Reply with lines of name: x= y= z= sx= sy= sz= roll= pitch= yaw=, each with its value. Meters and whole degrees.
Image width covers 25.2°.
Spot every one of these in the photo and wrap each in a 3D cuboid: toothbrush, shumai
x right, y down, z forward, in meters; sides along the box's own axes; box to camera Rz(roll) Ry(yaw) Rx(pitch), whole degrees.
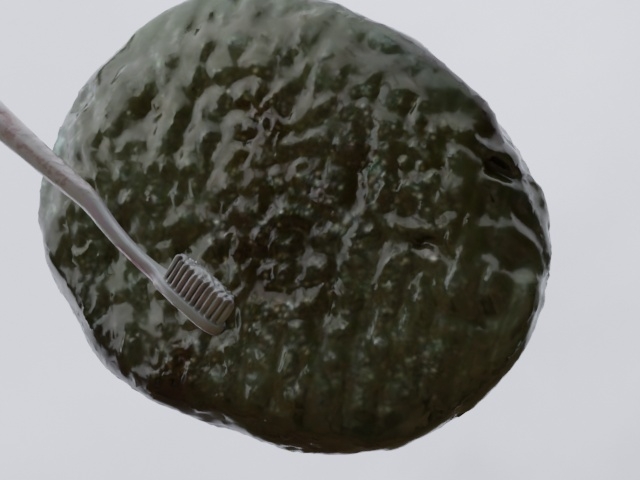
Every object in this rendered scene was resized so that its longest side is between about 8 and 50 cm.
toothbrush: x=-0.170 y=-0.046 z=0.940 sx=0.029 sy=0.307 sz=0.025 roll=-55 pitch=-15 yaw=23
shumai: x=0.000 y=0.000 z=1.166 sx=0.324 sy=0.397 sz=0.323 roll=-66 pitch=-15 yaw=-2
